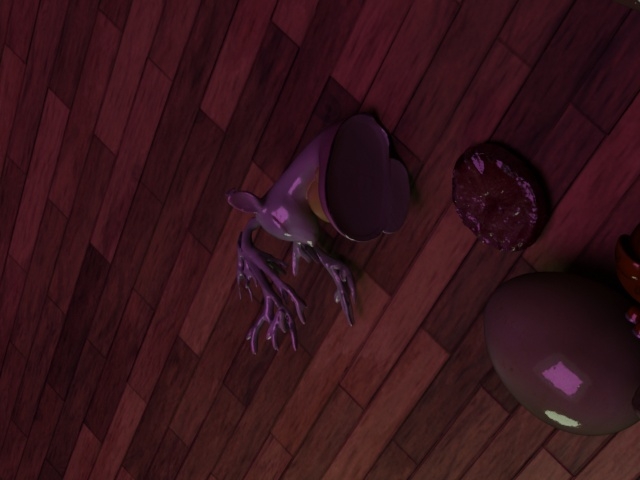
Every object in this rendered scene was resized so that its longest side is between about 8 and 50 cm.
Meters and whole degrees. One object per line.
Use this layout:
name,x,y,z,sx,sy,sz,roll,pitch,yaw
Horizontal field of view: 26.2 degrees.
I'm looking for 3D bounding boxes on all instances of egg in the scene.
egg,0.316,0.138,1.749,0.253,0.188,0.189,36,138,36

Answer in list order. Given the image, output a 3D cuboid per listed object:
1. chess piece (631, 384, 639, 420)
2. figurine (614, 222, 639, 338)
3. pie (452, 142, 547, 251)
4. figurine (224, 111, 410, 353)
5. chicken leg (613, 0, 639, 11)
chess piece,0.573,0.311,1.587,0.234,0.234,0.442,-26,99,51
figurine,0.434,-0.002,1.593,0.143,0.143,0.271,43,115,17
pie,0.236,-0.056,1.819,0.154,0.036,0.154,26,132,33
figurine,-0.012,0.000,2.001,0.315,0.206,0.284,-24,86,56
chicken leg,0.410,-0.271,1.426,0.429,0.153,0.201,37,150,13
